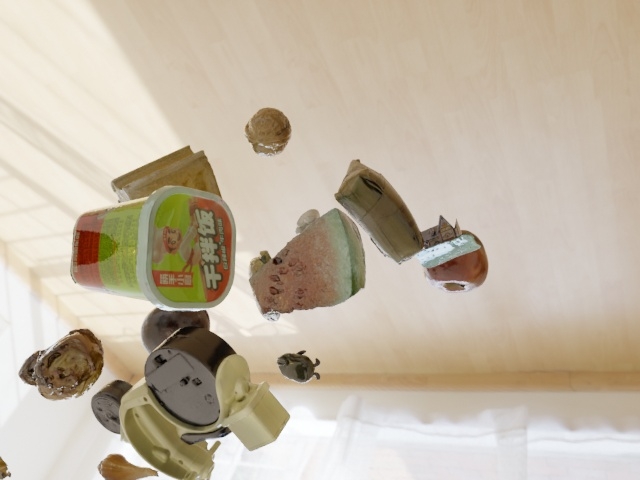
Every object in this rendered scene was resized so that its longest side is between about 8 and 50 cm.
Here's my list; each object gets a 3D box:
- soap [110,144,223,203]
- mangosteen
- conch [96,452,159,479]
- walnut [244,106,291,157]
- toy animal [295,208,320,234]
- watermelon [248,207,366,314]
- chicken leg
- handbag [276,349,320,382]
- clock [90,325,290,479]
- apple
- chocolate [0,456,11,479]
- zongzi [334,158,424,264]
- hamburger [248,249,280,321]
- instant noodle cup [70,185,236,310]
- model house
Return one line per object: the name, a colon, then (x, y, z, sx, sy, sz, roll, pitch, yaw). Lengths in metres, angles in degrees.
soap: (-0.525, -0.142, 1.898, 0.156, 0.335, 0.293, 25, 135, 42)
mangosteen: (-0.466, 0.326, 1.771, 0.235, 0.235, 0.261, -37, 80, 42)
conch: (-0.641, 0.762, 1.751, 0.330, 0.093, 0.109, -7, 106, 40)
walnut: (-0.172, -0.349, 1.743, 0.155, 0.184, 0.155, 3, 119, 5)
toy animal: (-0.003, -0.001, 1.907, 0.104, 0.221, 0.131, -38, 156, 11)
watermelon: (-0.030, 0.064, 0.923, 0.241, 0.154, 0.094, -23, 151, 29)
chicken leg: (-0.432, 0.208, 0.876, 0.251, 0.107, 0.087, -17, 117, 45)
handbag: (-0.055, 0.281, 1.202, 0.111, 0.047, 0.072, 3, 91, 37)
clock: (-0.251, 0.319, 0.977, 0.276, 0.120, 0.379, 49, 126, -2)
apple: (0.459, 0.066, 1.834, 0.230, 0.230, 0.230, 11, 135, 11)
chocolate: (-0.676, 0.489, 0.981, 0.085, 0.085, 0.219, 40, 91, -17)
zongzi: (0.156, -0.086, 1.374, 0.123, 0.289, 0.260, -39, 99, 15)
hamburger: (-0.229, 0.196, 2.254, 0.134, 0.285, 0.265, -23, 151, -8)
instant noodle cup: (-0.392, 0.023, 1.227, 0.308, 0.294, 0.294, -3, 131, 33)
model house: (0.337, -0.005, 1.475, 0.167, 0.088, 0.117, -25, 145, 24)
